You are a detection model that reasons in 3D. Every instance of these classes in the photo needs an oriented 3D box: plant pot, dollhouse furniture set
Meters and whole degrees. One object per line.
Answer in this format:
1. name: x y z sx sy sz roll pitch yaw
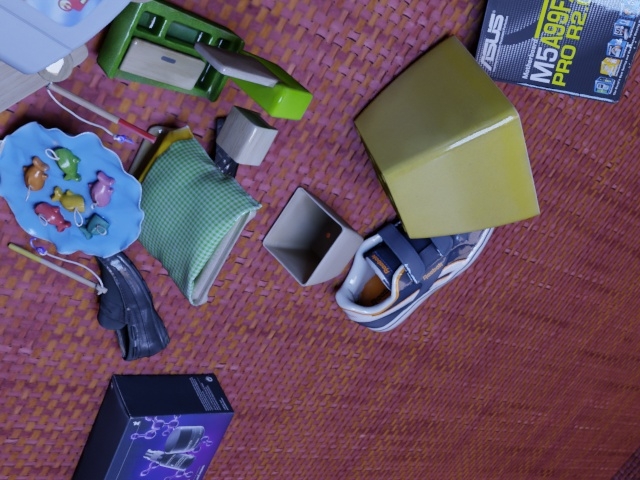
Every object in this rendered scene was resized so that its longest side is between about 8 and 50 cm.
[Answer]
1. plant pot: 0.171 -0.127 1.116 0.187 0.212 0.212 -26 136 4
2. dollhouse furniture set: -0.176 -0.095 0.887 0.151 0.197 0.301 6 122 -48
3. plant pot: 0.000 0.000 1.166 0.096 0.109 0.109 13 117 -53

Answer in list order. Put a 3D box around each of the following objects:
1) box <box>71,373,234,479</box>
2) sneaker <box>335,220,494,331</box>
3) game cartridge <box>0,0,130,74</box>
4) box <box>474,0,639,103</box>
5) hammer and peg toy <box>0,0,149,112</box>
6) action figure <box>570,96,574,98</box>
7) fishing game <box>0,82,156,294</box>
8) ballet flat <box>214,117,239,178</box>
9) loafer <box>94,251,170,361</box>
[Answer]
1. box: -0.280 0.347 1.256 0.184 0.103 0.261 8 119 -35
2. sneaker: 0.157 0.021 1.268 0.321 0.126 0.127 -50 141 13
3. game cartridge: -0.211 -0.254 0.562 0.198 0.062 0.297 33 130 -28
4. box: 0.344 -0.339 1.062 0.216 0.060 0.270 13 126 7
5. hammer and peg toy: -0.346 -0.244 0.715 0.361 0.127 0.266 -35 135 -6
6. action figure: 0.477 -0.335 1.166 0.285 0.185 0.099 -40 105 20
7. fishing game: -0.296 -0.052 0.892 0.189 0.041 0.264 29 127 -6
8. ballet flat: -0.143 -0.087 1.046 0.049 0.057 0.173 26 112 -1
9. loafer: -0.273 0.093 1.070 0.078 0.076 0.223 -31 140 -20
